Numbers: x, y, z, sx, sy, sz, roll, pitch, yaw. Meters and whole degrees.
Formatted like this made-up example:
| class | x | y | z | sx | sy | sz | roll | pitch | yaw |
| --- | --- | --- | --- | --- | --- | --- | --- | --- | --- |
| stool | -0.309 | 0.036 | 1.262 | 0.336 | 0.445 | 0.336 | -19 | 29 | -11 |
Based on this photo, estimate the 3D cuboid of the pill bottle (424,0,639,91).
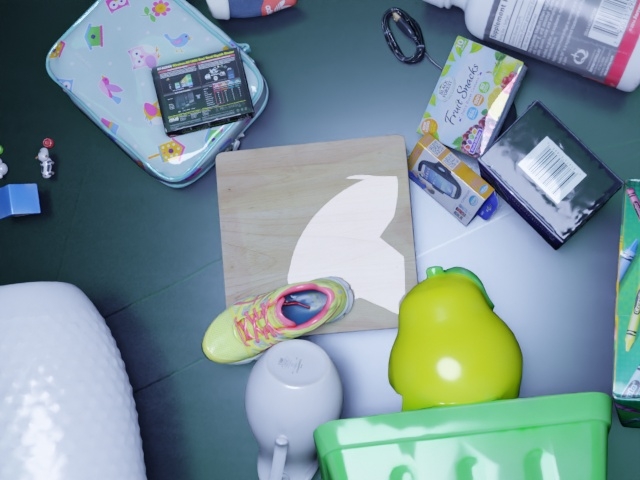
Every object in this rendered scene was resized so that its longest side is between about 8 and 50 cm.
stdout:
| class | x | y | z | sx | sy | sz | roll | pitch | yaw |
| --- | --- | --- | --- | --- | --- | --- | --- | --- | --- |
| pill bottle | 0.297 | -0.329 | 1.698 | 0.318 | 0.176 | 0.176 | 22 | 88 | 8 |

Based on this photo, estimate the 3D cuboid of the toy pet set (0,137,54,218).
| class | x | y | z | sx | sy | sz | roll | pitch | yaw |
| --- | --- | --- | --- | --- | --- | --- | --- | --- | --- |
| toy pet set | -0.440 | -0.088 | 1.820 | 0.122 | 0.065 | 0.114 | -9 | 84 | 6 |

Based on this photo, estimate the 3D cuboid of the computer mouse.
| class | x | y | z | sx | sy | sz | roll | pitch | yaw |
| --- | --- | --- | --- | --- | --- | --- | --- | --- | --- |
| computer mouse | 0.175 | -0.236 | 1.773 | 0.242 | 0.041 | 0.071 | 42 | 92 | 9 |

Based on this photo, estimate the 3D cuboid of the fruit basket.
| class | x | y | z | sx | sy | sz | roll | pitch | yaw |
| --- | --- | --- | --- | --- | --- | --- | --- | --- | --- |
| fruit basket | 0.174 | 0.236 | 1.624 | 0.392 | 0.283 | 0.392 | -2 | 57 | 3 |

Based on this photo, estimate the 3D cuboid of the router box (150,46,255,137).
| class | x | y | z | sx | sy | sz | roll | pitch | yaw |
| --- | --- | --- | --- | --- | --- | --- | --- | --- | --- |
| router box | -0.156 | -0.196 | 1.704 | 0.122 | 0.038 | 0.092 | -13 | 83 | -1 |

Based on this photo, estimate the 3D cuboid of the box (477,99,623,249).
| class | x | y | z | sx | sy | sz | roll | pitch | yaw |
| --- | --- | --- | --- | --- | --- | --- | --- | --- | --- |
| box | 0.293 | -0.079 | 1.662 | 0.108 | 0.207 | 0.153 | -45 | 81 | 3 |

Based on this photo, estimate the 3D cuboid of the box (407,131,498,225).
| class | x | y | z | sx | sy | sz | roll | pitch | yaw |
| --- | --- | --- | --- | --- | --- | --- | --- | --- | --- |
| box | 0.177 | -0.077 | 1.739 | 0.136 | 0.081 | 0.028 | 43 | 63 | 9 |

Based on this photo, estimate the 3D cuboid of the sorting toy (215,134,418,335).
| class | x | y | z | sx | sy | sz | roll | pitch | yaw |
| --- | --- | --- | --- | --- | --- | --- | --- | --- | --- |
| sorting toy | 0.000 | 0.000 | 1.749 | 0.257 | 0.089 | 0.255 | -5 | 85 | 7 |

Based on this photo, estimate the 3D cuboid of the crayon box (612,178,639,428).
| class | x | y | z | sx | sy | sz | roll | pitch | yaw |
| --- | --- | --- | --- | --- | --- | --- | --- | --- | --- |
| crayon box | 0.415 | 0.082 | 1.600 | 0.081 | 0.165 | 0.278 | 1 | 71 | 17 |

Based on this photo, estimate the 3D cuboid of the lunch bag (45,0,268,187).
| class | x | y | z | sx | sy | sz | roll | pitch | yaw |
| --- | --- | --- | --- | --- | --- | --- | --- | --- | --- |
| lunch bag | -0.216 | -0.222 | 1.783 | 0.279 | 0.108 | 0.224 | 42 | 85 | 6 |

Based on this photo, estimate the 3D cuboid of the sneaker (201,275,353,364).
| class | x | y | z | sx | sy | sz | roll | pitch | yaw |
| --- | --- | --- | --- | --- | --- | --- | --- | --- | --- |
| sneaker | -0.063 | 0.098 | 1.656 | 0.208 | 0.094 | 0.081 | -26 | 84 | 6 |

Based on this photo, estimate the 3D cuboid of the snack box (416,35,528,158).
| class | x | y | z | sx | sy | sz | roll | pitch | yaw |
| --- | --- | --- | --- | --- | --- | --- | --- | --- | --- |
| snack box | 0.203 | -0.190 | 1.726 | 0.100 | 0.037 | 0.141 | 26 | 99 | 20 |

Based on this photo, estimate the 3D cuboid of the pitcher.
| class | x | y | z | sx | sy | sz | roll | pitch | yaw |
| --- | --- | --- | --- | --- | --- | --- | --- | --- | --- |
| pitcher | -0.041 | 0.246 | 1.646 | 0.125 | 0.177 | 0.207 | 10 | 131 | 4 |

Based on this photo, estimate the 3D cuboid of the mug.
| class | x | y | z | sx | sy | sz | roll | pitch | yaw |
| --- | --- | --- | --- | --- | --- | --- | --- | --- | --- |
| mug | -0.417 | 0.243 | 1.710 | 0.374 | 0.276 | 0.328 | -18 | 76 | 35 |

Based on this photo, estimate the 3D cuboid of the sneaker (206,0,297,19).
| class | x | y | z | sx | sy | sz | roll | pitch | yaw |
| --- | --- | --- | --- | --- | --- | --- | --- | --- | --- |
| sneaker | -0.086 | -0.481 | 1.790 | 0.148 | 0.131 | 0.350 | 0 | 91 | 0 |
